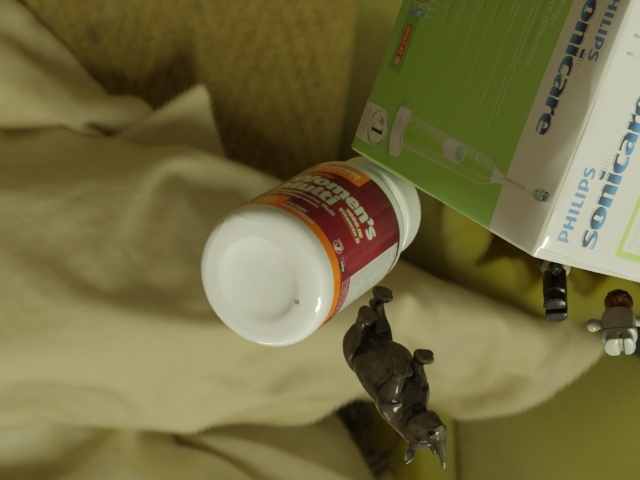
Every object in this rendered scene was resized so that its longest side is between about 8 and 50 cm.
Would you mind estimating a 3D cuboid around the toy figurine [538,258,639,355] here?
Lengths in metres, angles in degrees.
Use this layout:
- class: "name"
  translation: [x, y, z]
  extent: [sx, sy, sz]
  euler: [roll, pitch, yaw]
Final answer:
- class: "toy figurine"
  translation: [0.476, 0.059, 2.131]
  extent: [0.209, 0.148, 0.213]
  euler: [29, 127, -13]

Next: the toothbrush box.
- class: "toothbrush box"
  translation: [0.166, -0.116, 1.023]
  extent: [0.122, 0.283, 0.206]
  euler: [14, 102, -29]

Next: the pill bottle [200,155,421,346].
- class: "pill bottle"
  translation: [0.000, 0.000, 1.142]
  extent: [0.221, 0.121, 0.121]
  euler: [-34, 137, -57]

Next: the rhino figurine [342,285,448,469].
- class: "rhino figurine"
  translation: [0.097, 0.177, 1.586]
  extent: [0.073, 0.243, 0.106]
  euler: [-9, 139, -26]
